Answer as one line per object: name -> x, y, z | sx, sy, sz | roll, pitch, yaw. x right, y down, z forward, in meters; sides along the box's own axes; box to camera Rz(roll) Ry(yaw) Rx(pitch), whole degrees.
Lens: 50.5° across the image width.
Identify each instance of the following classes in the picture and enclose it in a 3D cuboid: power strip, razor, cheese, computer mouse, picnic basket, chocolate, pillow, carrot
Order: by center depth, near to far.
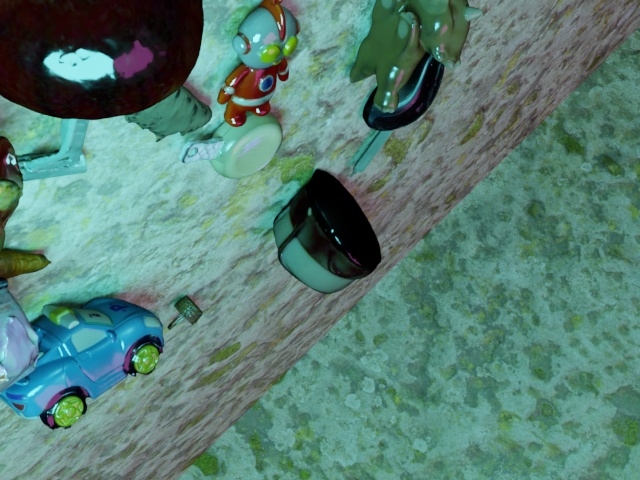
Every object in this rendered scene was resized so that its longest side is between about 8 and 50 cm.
razor -> -0.296, -0.181, 0.830 | 0.111, 0.056, 0.277 | -19, 149, -51
carrot -> -0.482, 0.047, 0.940 | 0.059, 0.059, 0.248 | -54, 164, 28
pillow -> -0.231, -0.190, 0.962 | 0.093, 0.051, 0.241 | -51, 163, 3
cheese -> -0.156, -0.163, 1.172 | 0.227, 0.064, 0.137 | -21, 148, -54
computer mouse -> 0.200, -0.332, 1.527 | 0.233, 0.096, 0.137 | -47, 162, 11
picnic basket -> -0.320, 0.176, 1.566 | 0.083, 0.072, 0.072 | -43, 162, -9
chocolate -> 0.000, 0.000, 1.616 | 0.186, 0.283, 0.284 | -31, 167, 20
power strip -> 0.146, -0.250, 1.680 | 0.252, 0.027, 0.060 | -54, -175, 27

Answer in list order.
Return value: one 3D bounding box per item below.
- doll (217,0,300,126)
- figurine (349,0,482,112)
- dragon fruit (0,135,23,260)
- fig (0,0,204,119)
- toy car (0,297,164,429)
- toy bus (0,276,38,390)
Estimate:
doll -> -0.091, -0.278, 1.044 | 0.142, 0.076, 0.245 | -32, 163, -36
figurine -> 0.184, -0.376, 1.264 | 0.173, 0.177, 0.247 | -12, 136, -29
dragon fruit -> -0.370, -0.060, 0.695 | 0.152, 0.205, 0.317 | -33, 160, -35
fig -> -0.224, -0.221, 0.635 | 0.235, 0.235, 0.214 | -33, -177, -32
toy car -> -0.428, 0.186, 1.197 | 0.314, 0.198, 0.165 | -33, 128, -38
toy bus -> -0.504, 0.169, 0.901 | 0.303, 0.147, 0.127 | -31, -176, 26
